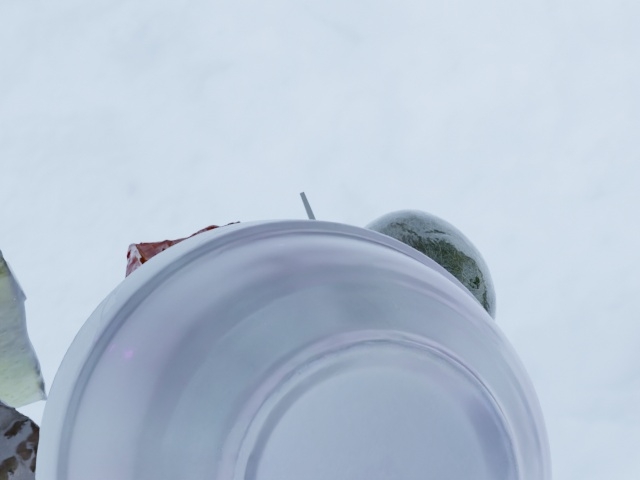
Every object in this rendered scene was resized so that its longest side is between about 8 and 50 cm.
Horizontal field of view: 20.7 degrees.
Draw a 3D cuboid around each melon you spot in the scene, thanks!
[{"bbox_3d":[0.076,0.041,1.331,0.114,0.167,0.114,-6,120,-11],"label":"melon"}]

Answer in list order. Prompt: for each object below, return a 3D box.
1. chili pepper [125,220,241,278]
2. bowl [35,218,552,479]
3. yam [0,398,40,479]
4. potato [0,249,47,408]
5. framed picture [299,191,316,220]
[{"bbox_3d":[-0.066,0.161,1.335,0.135,0.131,0.338,-11,116,-9],"label":"chili pepper"},{"bbox_3d":[0.003,0.128,0.923,0.287,0.144,0.287,1,88,-20],"label":"bowl"},{"bbox_3d":[-0.329,0.251,1.414,0.131,0.131,0.279,45,68,-8],"label":"yam"},{"bbox_3d":[-0.412,0.062,1.746,0.213,0.280,0.330,-21,43,-12],"label":"potato"},{"bbox_3d":[0.000,0.000,1.616,0.007,0.089,0.066,-21,117,-1],"label":"framed picture"}]
